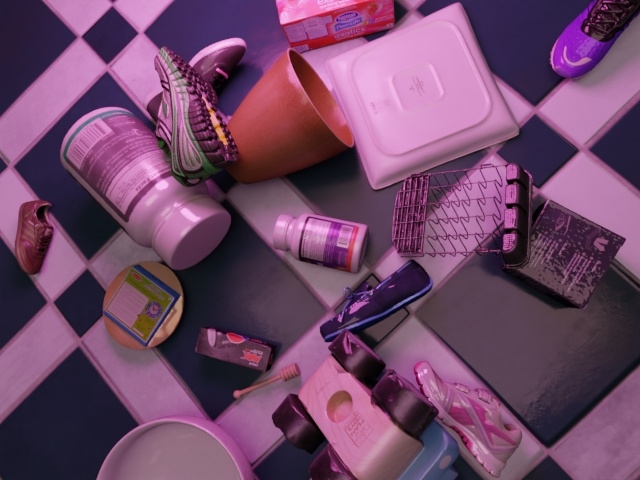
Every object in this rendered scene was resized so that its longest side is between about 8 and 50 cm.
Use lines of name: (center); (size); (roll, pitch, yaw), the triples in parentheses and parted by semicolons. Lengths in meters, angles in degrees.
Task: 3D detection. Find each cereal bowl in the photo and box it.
cereal bowl: (-0.283, 0.531, 0.956); (0.338, 0.141, 0.339); (-1, 82, 11)

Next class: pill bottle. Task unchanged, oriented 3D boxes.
pill bottle: (-0.385, -0.114, 1.032); (0.361, 0.204, 0.204); (43, 91, 12)
pill bottle: (0.000, 0.000, 0.996); (0.193, 0.108, 0.108); (12, 85, 12)

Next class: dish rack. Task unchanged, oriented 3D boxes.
dish rack: (0.281, -0.052, 0.942); (0.271, 0.074, 0.209); (-3, 68, 35)

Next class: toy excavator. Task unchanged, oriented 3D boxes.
toy excavator: (0.189, 0.423, 0.859); (0.222, 0.445, 0.433); (-50, 37, -3)

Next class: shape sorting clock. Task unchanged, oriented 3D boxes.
shape sorting clock: (-0.416, 0.151, 1.083); (0.206, 0.040, 0.207); (-2, 79, 13)

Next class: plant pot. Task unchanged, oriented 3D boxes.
plant pot: (-0.097, -0.239, 1.002); (0.254, 0.237, 0.237); (-30, 78, 20)

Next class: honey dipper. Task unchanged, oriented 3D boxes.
honey dipper: (-0.121, 0.315, 1.016); (0.160, 0.030, 0.031); (-26, 78, 10)

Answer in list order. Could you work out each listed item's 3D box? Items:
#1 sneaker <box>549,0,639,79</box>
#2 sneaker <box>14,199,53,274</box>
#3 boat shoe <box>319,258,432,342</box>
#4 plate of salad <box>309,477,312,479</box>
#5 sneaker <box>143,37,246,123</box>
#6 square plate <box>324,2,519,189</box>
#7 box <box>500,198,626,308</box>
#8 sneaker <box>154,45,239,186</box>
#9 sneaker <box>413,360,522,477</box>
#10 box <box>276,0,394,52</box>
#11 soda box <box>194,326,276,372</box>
sneaker: (0.591, -0.471, 0.935); (0.102, 0.146, 0.293); (41, 90, 13)
sneaker: (-0.708, -0.011, 1.146); (0.071, 0.066, 0.189); (-10, 81, 8)
boat shoe: (0.109, 0.127, 0.975); (0.258, 0.109, 0.089); (-26, 71, -11)
plate of salad: (0.057, 0.549, 0.924); (0.199, 0.048, 0.200); (7, 104, 30)
sneaker: (-0.273, -0.345, 1.100); (0.295, 0.104, 0.147); (-33, 80, 10)
square plate: (0.218, -0.333, 1.033); (0.343, 0.049, 0.348); (-21, 79, 6)
box: (0.474, 0.029, 0.913); (0.158, 0.093, 0.156); (32, 90, 14)
sneaker: (-0.295, -0.263, 0.951); (0.146, 0.134, 0.344); (-32, 61, 16)
sneaker: (0.289, 0.329, 0.909); (0.111, 0.103, 0.252); (-42, 84, -2)
box: (0.035, -0.544, 1.055); (0.256, 0.128, 0.123); (-11, 81, 9)
soda box: (-0.188, 0.240, 1.024); (0.168, 0.053, 0.060); (13, 85, 11)
